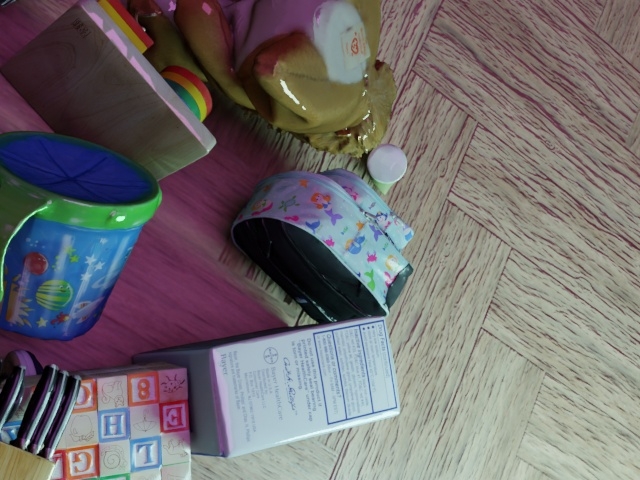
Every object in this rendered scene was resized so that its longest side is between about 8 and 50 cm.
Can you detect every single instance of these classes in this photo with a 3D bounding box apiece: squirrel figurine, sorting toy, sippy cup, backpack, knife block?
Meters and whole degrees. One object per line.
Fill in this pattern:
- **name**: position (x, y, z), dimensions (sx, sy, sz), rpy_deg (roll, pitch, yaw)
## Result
- **squirrel figurine**: position (-0.095, -0.264, 1.737), dimensions (0.397, 0.370, 0.281), rpy_deg (44, 58, -52)
- **sorting toy**: position (-0.281, -0.207, 1.636), dimensions (0.255, 0.257, 0.089), rpy_deg (49, 53, -16)
- **sippy cup**: position (-0.353, 0.002, 1.558), dimensions (0.305, 0.240, 0.224), rpy_deg (2, 116, -40)
- **backpack**: position (0.000, 0.000, 1.794), dimensions (0.253, 0.225, 0.191), rpy_deg (38, 64, -24)
- **knife block**: position (-0.369, 0.285, 1.383), dimensions (0.242, 0.088, 0.276), rpy_deg (-26, 109, -36)

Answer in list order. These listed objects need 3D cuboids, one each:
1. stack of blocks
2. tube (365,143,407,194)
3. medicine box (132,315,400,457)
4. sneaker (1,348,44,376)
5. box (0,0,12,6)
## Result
- **stack of blocks**: position (-0.321, 0.259, 1.519), dimensions (0.297, 0.087, 0.171), rpy_deg (-3, 93, -30)
- **tube**: position (0.098, -0.117, 1.886), dimensions (0.062, 0.240, 0.070), rpy_deg (25, 92, -2)
- **medicine box**: position (-0.081, 0.206, 1.689), dimensions (0.289, 0.263, 0.149), rpy_deg (-7, 87, -32)
- **sneaker**: position (-0.332, 0.268, 1.621), dimensions (0.153, 0.099, 0.282), rpy_deg (-19, 98, -30)
- **box**: position (-0.451, -0.490, 1.591), dimensions (0.322, 0.079, 0.257), rpy_deg (55, 18, -12)
